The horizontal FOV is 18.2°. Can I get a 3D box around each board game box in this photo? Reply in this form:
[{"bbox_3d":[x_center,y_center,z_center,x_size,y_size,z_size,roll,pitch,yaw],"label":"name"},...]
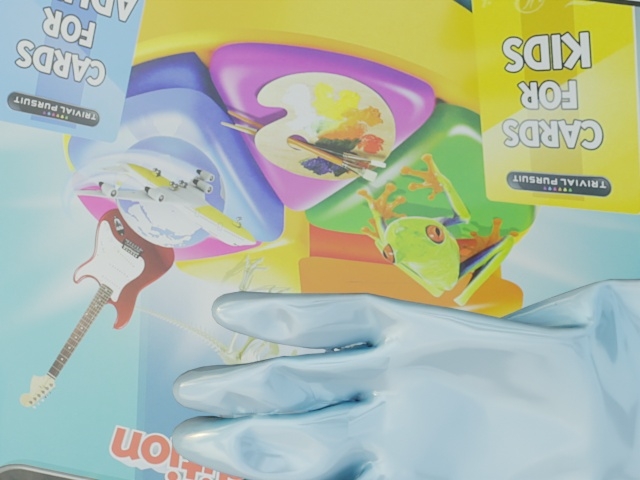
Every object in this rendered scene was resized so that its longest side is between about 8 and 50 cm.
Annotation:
[{"bbox_3d":[0.000,0.000,0.722,0.253,0.079,0.336,9,113,12],"label":"board game box"}]

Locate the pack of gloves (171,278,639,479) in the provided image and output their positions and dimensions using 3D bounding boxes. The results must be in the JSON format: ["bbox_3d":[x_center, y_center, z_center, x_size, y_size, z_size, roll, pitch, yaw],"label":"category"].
[{"bbox_3d":[0.076,0.094,0.472,0.232,0.046,0.195,-4,125,24],"label":"pack of gloves"}]
